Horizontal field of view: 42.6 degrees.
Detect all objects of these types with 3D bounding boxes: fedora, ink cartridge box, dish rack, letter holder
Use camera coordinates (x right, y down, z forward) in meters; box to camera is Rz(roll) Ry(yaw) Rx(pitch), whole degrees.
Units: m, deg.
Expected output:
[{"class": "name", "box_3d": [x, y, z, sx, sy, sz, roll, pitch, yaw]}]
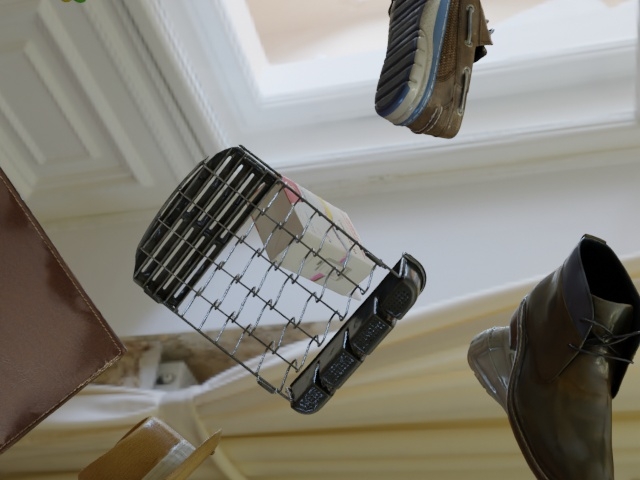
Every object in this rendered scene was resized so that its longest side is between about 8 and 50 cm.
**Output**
[{"class": "fedora", "box_3d": [-0.188, 0.238, 0.835, 0.079, 0.194, 0.194, 47, 16, 5]}, {"class": "ink cartridge box", "box_3d": [0.000, 0.000, 1.118, 0.198, 0.067, 0.115, 28, 28, -47]}, {"class": "dish rack", "box_3d": [-0.048, 0.040, 0.854, 0.271, 0.208, 0.074, 38, 13, -6]}, {"class": "letter holder", "box_3d": [-0.414, 0.075, 0.949, 0.214, 0.152, 0.302, -41, 109, -32]}]

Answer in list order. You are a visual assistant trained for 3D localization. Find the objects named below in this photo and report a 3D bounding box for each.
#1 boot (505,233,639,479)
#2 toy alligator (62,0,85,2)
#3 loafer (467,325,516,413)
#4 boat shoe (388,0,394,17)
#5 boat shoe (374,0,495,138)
[{"class": "boot", "box_3d": [0.197, 0.093, 0.625, 0.219, 0.082, 0.106, -87, -167, -51]}, {"class": "toy alligator", "box_3d": [-0.557, -0.522, 1.642, 0.056, 0.189, 0.051, 51, -55, 43]}, {"class": "loafer", "box_3d": [0.375, 0.278, 1.386, 0.319, 0.111, 0.112, 50, 45, -12]}, {"class": "boat shoe", "box_3d": [0.139, -0.368, 1.291, 0.076, 0.080, 0.229, -26, 124, -25]}, {"class": "boat shoe", "box_3d": [0.091, -0.154, 0.613, 0.066, 0.066, 0.183, 27, 67, -23]}]
